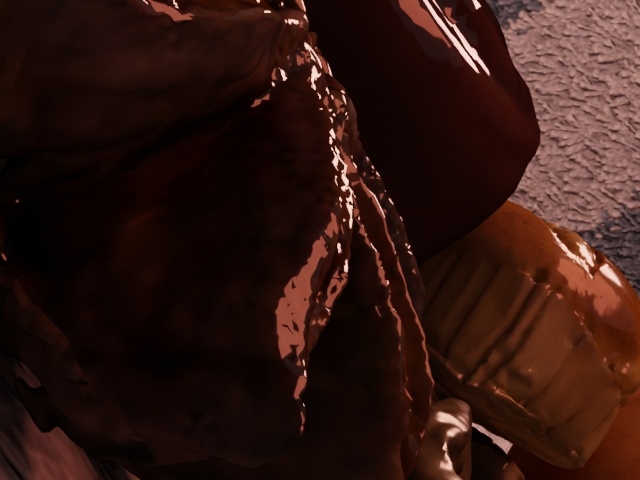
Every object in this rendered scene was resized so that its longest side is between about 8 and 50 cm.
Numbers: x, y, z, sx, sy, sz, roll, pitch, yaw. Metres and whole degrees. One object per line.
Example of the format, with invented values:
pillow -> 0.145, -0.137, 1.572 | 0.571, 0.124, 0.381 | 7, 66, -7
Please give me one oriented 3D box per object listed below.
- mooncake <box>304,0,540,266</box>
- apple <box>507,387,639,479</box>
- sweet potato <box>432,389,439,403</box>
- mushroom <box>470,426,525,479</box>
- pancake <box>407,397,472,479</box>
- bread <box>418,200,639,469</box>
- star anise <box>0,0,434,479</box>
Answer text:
mooncake -> -0.029, -0.124, 0.899 | 0.334, 0.174, 0.326 | 66, 9, 26
apple -> 0.171, 0.199, 1.093 | 0.251, 0.163, 0.293 | 95, -7, -46
sweet potato -> 0.044, 0.128, 0.883 | 0.081, 0.062, 0.233 | 58, 9, -66
mushroom -> 0.096, 0.165, 0.957 | 0.081, 0.092, 0.223 | 54, -9, -33
pancake -> 0.052, 0.177, 0.716 | 0.242, 0.050, 0.242 | -11, 90, -84
bread -> 0.081, 0.035, 1.030 | 0.140, 0.106, 0.236 | 37, -5, -24
star anise -> -0.053, -0.040, 0.577 | 0.332, 0.118, 0.331 | -19, 90, -83
